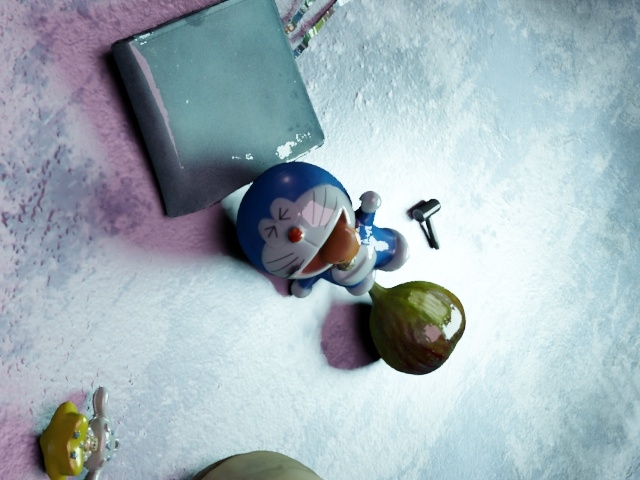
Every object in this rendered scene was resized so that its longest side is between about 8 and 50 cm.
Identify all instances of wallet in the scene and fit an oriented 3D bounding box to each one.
[{"bbox_3d":[-0.131,-0.197,1.458,0.290,0.054,0.251,-33,113,-36],"label":"wallet"}]

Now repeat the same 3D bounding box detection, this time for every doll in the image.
[{"bbox_3d":[-0.295,0.259,1.318,0.113,0.072,0.135,-23,109,-55],"label":"doll"},{"bbox_3d":[0.000,0.000,1.477,0.257,0.161,0.215,25,117,-37],"label":"doll"}]

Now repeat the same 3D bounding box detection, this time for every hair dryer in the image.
[{"bbox_3d":[0.182,-0.023,1.725,0.047,0.026,0.083,-32,111,-34],"label":"hair dryer"}]

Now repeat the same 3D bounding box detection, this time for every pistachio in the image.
[{"bbox_3d":[-0.105,0.384,1.396,0.288,0.166,0.197,-21,77,-33],"label":"pistachio"}]

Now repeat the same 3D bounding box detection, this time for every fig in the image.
[{"bbox_3d":[0.110,0.089,1.609,0.245,0.149,0.149,47,60,-8],"label":"fig"}]

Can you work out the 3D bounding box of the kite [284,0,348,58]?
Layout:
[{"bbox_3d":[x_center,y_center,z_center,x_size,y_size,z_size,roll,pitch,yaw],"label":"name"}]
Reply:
[{"bbox_3d":[0.001,-0.414,1.609,0.169,0.015,0.310,52,59,-23],"label":"kite"}]
